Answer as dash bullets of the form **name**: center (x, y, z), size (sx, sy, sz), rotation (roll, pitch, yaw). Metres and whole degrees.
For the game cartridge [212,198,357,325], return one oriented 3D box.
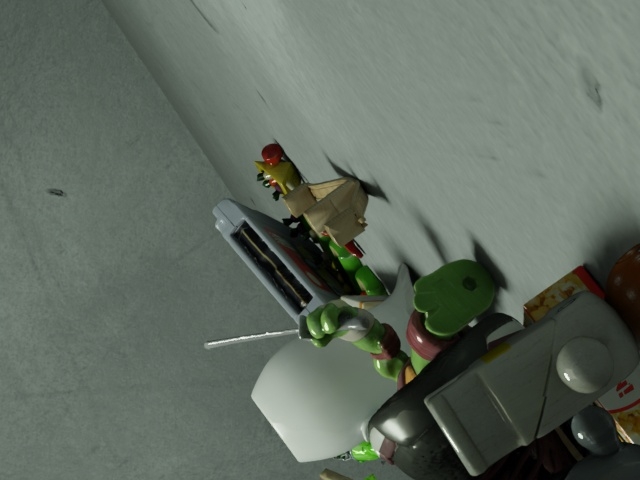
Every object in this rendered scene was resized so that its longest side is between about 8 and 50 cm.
- **game cartridge**: center (-0.013, 0.060, 1.653), size (0.294, 0.060, 0.196), rotation (47, -171, 38)

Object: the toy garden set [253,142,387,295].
- **toy garden set**: center (0.000, 0.000, 1.560), size (0.244, 0.049, 0.204), rotation (50, 173, 40)

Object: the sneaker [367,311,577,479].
- **sneaker**: center (0.128, 0.142, 0.688), size (0.162, 0.106, 0.281), rotation (48, -178, 20)

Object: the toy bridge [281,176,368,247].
- **toy bridge**: center (0.014, -0.035, 1.170), size (0.026, 0.063, 0.188), rotation (57, 173, -17)

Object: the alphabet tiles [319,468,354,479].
- **alphabet tiles**: center (0.142, 0.290, 0.835), size (0.342, 0.011, 0.285), rotation (47, 165, -11)

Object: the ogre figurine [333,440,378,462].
- **ogre figurine**: center (0.118, 0.252, 1.513), size (0.197, 0.096, 0.118), rotation (18, 169, -23)

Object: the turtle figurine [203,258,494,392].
- **turtle figurine**: center (0.058, 0.141, 0.971), size (0.266, 0.275, 0.197), rotation (122, 151, -61)

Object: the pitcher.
- **pitcher**: center (0.049, 0.143, 1.192), size (0.178, 0.207, 0.125), rotation (48, 171, 45)

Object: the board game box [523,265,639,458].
- **board game box**: center (0.192, 0.123, 0.699), size (0.193, 0.045, 0.147), rotation (54, 174, 22)

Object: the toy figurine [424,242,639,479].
- **toy figurine**: center (0.162, 0.118, 0.494), size (0.213, 0.148, 0.209), rotation (57, 180, -40)

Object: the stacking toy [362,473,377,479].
- **stacking toy**: center (0.169, 0.302, 1.301), size (0.221, 0.167, 0.052), rotation (54, 175, 2)

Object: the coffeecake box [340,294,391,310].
- **coffeecake box**: center (0.069, 0.137, 1.375), size (0.185, 0.068, 0.142), rotation (178, 90, -84)

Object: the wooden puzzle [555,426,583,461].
- **wooden puzzle**: center (0.208, 0.239, 0.858), size (0.221, 0.044, 0.238), rotation (97, 164, -71)
